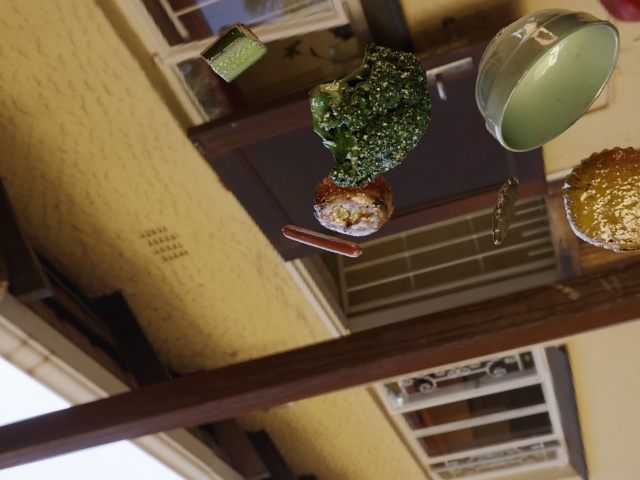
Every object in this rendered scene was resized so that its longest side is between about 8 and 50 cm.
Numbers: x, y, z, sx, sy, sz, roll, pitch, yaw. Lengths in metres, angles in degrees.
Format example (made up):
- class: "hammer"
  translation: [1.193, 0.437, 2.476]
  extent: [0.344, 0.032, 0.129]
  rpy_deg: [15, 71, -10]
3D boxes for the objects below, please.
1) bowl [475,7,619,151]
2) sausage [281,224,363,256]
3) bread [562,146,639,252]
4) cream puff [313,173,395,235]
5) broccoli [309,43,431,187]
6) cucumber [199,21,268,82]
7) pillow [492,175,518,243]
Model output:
- class: "bowl"
  translation: [0.440, -0.344, 1.455]
  extent: [0.163, 0.307, 0.307]
  rpy_deg: [50, 178, 33]
- class: "sausage"
  translation: [0.000, 0.000, 1.458]
  extent: [0.029, 0.223, 0.029]
  rpy_deg: [-20, -63, -45]
- class: "bread"
  translation: [0.639, -0.098, 1.522]
  extent: [0.240, 0.240, 0.139]
  rpy_deg: [68, -152, -25]
- class: "cream puff"
  translation: [0.097, -0.117, 2.029]
  extent: [0.240, 0.240, 0.164]
  rpy_deg: [62, -148, -42]
- class: "broccoli"
  translation: [0.070, -0.166, 0.960]
  extent: [0.195, 0.156, 0.195]
  rpy_deg: [-35, -50, -57]
- class: "cucumber"
  translation: [-0.180, -0.387, 1.434]
  extent: [0.062, 0.115, 0.116]
  rpy_deg: [52, -174, 17]
- class: "pillow"
  translation: [0.539, -0.104, 2.079]
  extent: [0.093, 0.051, 0.241]
  rpy_deg: [55, -131, -46]
